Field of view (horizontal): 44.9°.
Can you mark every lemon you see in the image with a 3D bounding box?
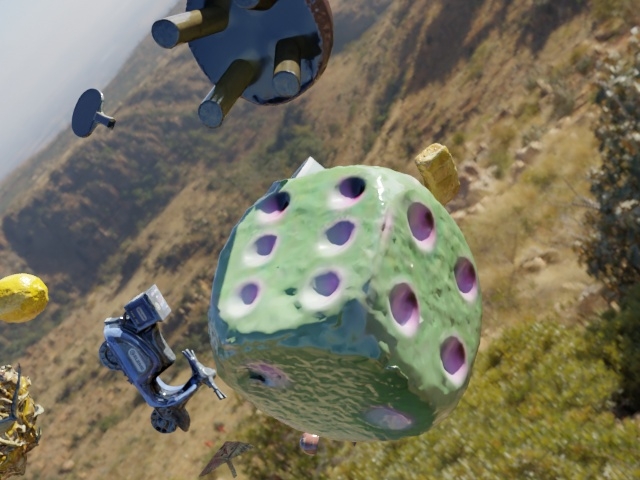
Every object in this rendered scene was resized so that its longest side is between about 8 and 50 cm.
[{"bbox_3d":[-0.708,0.137,1.807,0.155,0.114,0.114,-15,33,18],"label":"lemon"}]

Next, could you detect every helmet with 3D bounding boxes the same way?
[{"bbox_3d":[-0.032,0.539,2.065,0.084,0.049,0.065,111,166,-75],"label":"helmet"}]

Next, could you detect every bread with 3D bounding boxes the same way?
[{"bbox_3d":[0.238,-0.131,1.561,0.074,0.132,0.053,-35,41,-11],"label":"bread"}]

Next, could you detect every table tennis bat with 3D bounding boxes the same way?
[{"bbox_3d":[-0.419,-0.230,1.427,0.158,0.014,0.095,26,94,45],"label":"table tennis bat"}]

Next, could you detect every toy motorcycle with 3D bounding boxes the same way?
[{"bbox_3d":[-0.389,0.306,1.895,0.212,0.359,0.125,-28,11,11],"label":"toy motorcycle"}]

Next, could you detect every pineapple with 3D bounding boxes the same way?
[{"bbox_3d":[-0.597,0.387,1.412,0.335,0.161,0.158,-56,19,-12],"label":"pineapple"}]

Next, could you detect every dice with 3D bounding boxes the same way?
[{"bbox_3d":[0.037,0.098,1.177,0.318,0.330,0.322,-13,47,36],"label":"dice"}]

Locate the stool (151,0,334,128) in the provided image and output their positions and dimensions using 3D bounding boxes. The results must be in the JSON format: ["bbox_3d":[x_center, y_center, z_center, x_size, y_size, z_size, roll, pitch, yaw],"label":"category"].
[{"bbox_3d":[-0.125,-0.333,1.290,0.272,0.272,0.178,-32,17,31],"label":"stool"}]

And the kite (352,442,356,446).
[{"bbox_3d":[0.070,0.297,1.573,0.321,0.016,0.234,-17,65,47],"label":"kite"}]

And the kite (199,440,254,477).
[{"bbox_3d":[-0.202,0.479,1.677,0.137,0.153,0.005,-22,46,-25],"label":"kite"}]

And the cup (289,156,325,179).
[{"bbox_3d":[0.000,0.000,1.772,0.259,0.274,0.357,-51,8,12],"label":"cup"}]
